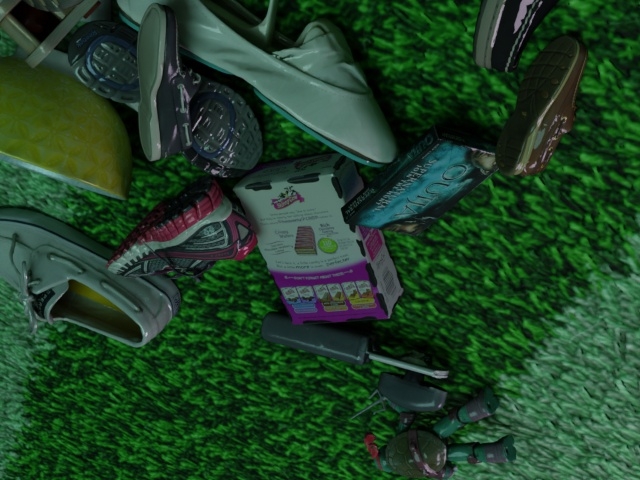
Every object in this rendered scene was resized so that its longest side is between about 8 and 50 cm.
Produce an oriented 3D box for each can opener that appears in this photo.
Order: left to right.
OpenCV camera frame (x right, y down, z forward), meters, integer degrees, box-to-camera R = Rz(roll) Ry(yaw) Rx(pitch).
[{"bbox_3d":[0.047,0.177,1.503,0.283,0.076,0.095,13,91,17],"label":"can opener"}]

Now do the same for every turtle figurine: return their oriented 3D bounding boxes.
[{"bbox_3d":[0.161,0.299,1.538,0.234,0.118,0.175,-18,114,28],"label":"turtle figurine"}]

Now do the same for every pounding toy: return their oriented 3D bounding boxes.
[{"bbox_3d":[-0.341,-0.315,1.231,0.269,0.154,0.155,-41,109,15],"label":"pounding toy"}]

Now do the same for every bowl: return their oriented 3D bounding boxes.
[{"bbox_3d":[-0.372,-0.173,1.388,0.289,0.289,0.156,18,86,12],"label":"bowl"}]

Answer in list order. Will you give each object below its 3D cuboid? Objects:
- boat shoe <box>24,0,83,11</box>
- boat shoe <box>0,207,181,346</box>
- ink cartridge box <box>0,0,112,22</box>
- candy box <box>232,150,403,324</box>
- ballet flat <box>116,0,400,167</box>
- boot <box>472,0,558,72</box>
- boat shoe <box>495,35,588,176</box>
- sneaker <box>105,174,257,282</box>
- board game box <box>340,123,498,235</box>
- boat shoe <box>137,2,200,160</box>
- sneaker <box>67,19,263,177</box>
[{"bbox_3d":[-0.317,-0.357,1.105,0.355,0.130,0.132,38,160,39],"label":"boat shoe"},{"bbox_3d":[-0.413,0.076,1.609,0.367,0.156,0.136,24,130,7],"label":"boat shoe"},{"bbox_3d":[-0.388,-0.424,1.293,0.261,0.066,0.296,4,130,-9],"label":"ink cartridge box"},{"bbox_3d":[0.000,0.000,1.416,0.159,0.071,0.233,-6,122,29],"label":"candy box"},{"bbox_3d":[-0.058,-0.235,1.248,0.400,0.139,0.139,31,131,2],"label":"ballet flat"},{"bbox_3d":[0.335,-0.280,1.018,0.284,0.138,0.377,28,125,4],"label":"boot"},{"bbox_3d":[0.263,-0.152,1.195,0.060,0.064,0.178,5,124,-26],"label":"boat shoe"},{"bbox_3d":[-0.204,0.012,1.456,0.112,0.121,0.299,46,148,-16],"label":"sneaker"},{"bbox_3d":[0.129,-0.070,1.285,0.126,0.026,0.186,9,144,-36],"label":"board game box"},{"bbox_3d":[-0.178,-0.189,1.234,0.075,0.065,0.206,55,147,43],"label":"boat shoe"},{"bbox_3d":[-0.196,-0.192,1.351,0.297,0.129,0.111,38,93,-26],"label":"sneaker"}]
